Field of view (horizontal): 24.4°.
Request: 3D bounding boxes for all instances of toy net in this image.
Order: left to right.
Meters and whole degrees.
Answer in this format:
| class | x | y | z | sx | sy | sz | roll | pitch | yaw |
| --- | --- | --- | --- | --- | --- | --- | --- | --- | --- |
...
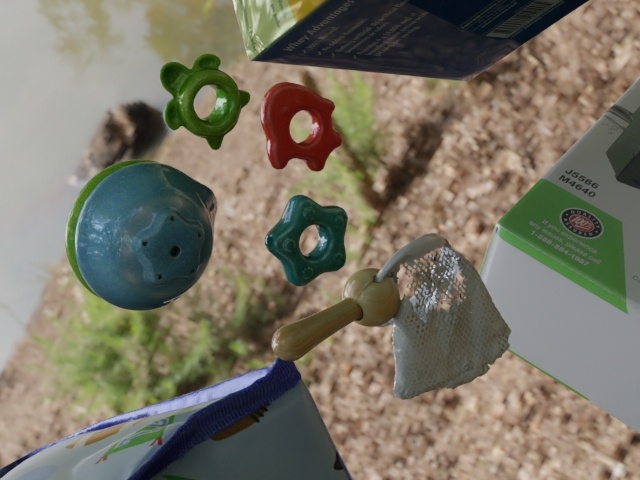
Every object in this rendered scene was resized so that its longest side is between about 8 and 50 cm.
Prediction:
| class | x | y | z | sx | sy | sz | roll | pitch | yaw |
| --- | --- | --- | --- | --- | --- | --- | --- | --- | --- |
| toy net | 0.000 | 0.000 | 0.698 | 0.045 | 0.232 | 0.122 | 20 | 88 | 57 |

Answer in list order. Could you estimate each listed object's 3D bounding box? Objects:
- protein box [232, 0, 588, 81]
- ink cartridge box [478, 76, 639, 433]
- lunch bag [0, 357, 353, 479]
| class | x | y | z | sx | sy | sz | roll | pitch | yaw |
| --- | --- | --- | --- | --- | --- | --- | --- | --- | --- |
| protein box | 0.072 | -0.208 | 0.920 | 0.199 | 0.201 | 0.136 | -32 | 67 | 43 |
| ink cartridge box | 0.266 | 0.000 | 1.078 | 0.198 | 0.115 | 0.273 | 32 | 50 | 19 |
| lunch bag | -0.112 | 0.281 | 0.902 | 0.385 | 0.239 | 0.328 | -22 | 95 | 57 |
